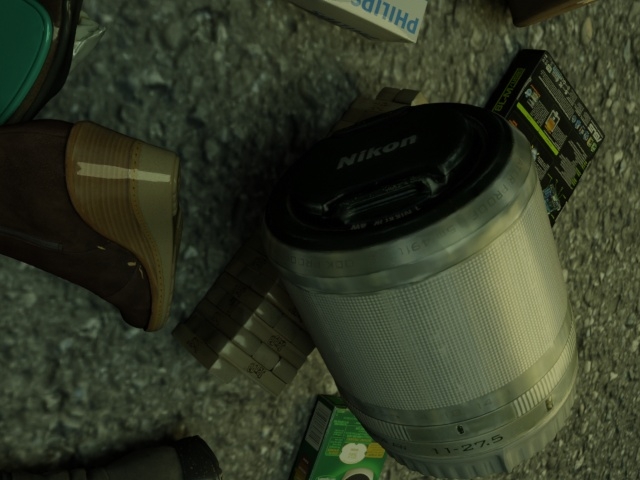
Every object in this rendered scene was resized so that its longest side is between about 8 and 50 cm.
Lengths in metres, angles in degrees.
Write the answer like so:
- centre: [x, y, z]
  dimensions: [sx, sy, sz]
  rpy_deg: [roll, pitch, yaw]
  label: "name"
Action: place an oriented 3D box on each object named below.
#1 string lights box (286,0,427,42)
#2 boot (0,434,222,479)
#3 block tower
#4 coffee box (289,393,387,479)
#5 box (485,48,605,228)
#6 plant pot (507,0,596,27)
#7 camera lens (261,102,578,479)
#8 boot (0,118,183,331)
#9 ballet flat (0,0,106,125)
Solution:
- centre: [0.059, -0.335, 0.668]
  dimensions: [0.133, 0.077, 0.259]
  rpy_deg: [10, 99, -38]
  label: "string lights box"
- centre: [-0.214, 0.361, 0.688]
  dimensions: [0.223, 0.118, 0.338]
  rpy_deg: [-5, 96, -31]
  label: "boot"
- centre: [0.000, 0.000, 0.724]
  dimensions: [0.335, 0.091, 0.097]
  rpy_deg: [-52, 126, -10]
  label: "block tower"
- centre: [0.020, 0.281, 0.857]
  dimensions: [0.113, 0.040, 0.184]
  rpy_deg: [14, 95, -37]
  label: "coffee box"
- centre: [0.272, -0.114, 0.909]
  dimensions: [0.191, 0.045, 0.184]
  rpy_deg: [36, 85, -38]
  label: "box"
- centre: [0.298, -0.379, 0.744]
  dimensions: [0.263, 0.263, 0.229]
  rpy_deg: [-26, 99, -26]
  label: "plant pot"
- centre: [0.092, 0.038, 0.605]
  dimensions: [0.219, 0.219, 0.274]
  rpy_deg: [-38, 123, -20]
  label: "camera lens"
- centre: [-0.218, -0.009, 0.568]
  dimensions: [0.207, 0.090, 0.248]
  rpy_deg: [6, 145, -8]
  label: "boot"
- centre: [-0.195, -0.186, 0.510]
  dimensions: [0.280, 0.095, 0.096]
  rpy_deg: [-61, 165, 25]
  label: "ballet flat"
